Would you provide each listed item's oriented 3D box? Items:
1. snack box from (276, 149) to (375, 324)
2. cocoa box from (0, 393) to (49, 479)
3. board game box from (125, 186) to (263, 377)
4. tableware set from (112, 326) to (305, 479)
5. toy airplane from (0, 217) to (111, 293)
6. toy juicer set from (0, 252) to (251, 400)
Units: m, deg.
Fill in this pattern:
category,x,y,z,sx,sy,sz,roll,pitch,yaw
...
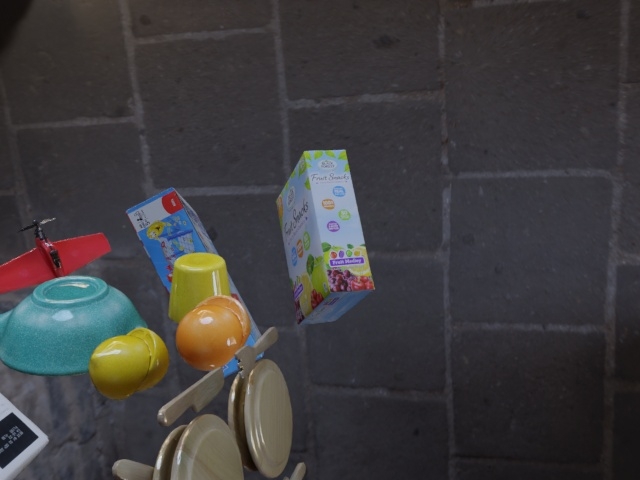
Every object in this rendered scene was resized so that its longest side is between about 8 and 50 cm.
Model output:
category,x,y,z,sx,sy,sz,roll,pitch,yaw
snack box,0.000,0.000,0.970,0.070,0.174,0.207,-3,69,-19
cocoa box,-0.696,0.414,1.152,0.231,0.347,0.228,45,103,-2
board game box,-0.206,0.079,1.185,0.086,0.308,0.301,-28,87,-6
tableware set,-0.064,0.143,0.455,0.039,0.194,0.128,-10,95,16
toy airplane,-0.297,0.047,0.767,0.028,0.151,0.151,-14,103,49
toy juicer set,-0.219,0.097,0.603,0.329,0.209,0.089,-6,111,-23
